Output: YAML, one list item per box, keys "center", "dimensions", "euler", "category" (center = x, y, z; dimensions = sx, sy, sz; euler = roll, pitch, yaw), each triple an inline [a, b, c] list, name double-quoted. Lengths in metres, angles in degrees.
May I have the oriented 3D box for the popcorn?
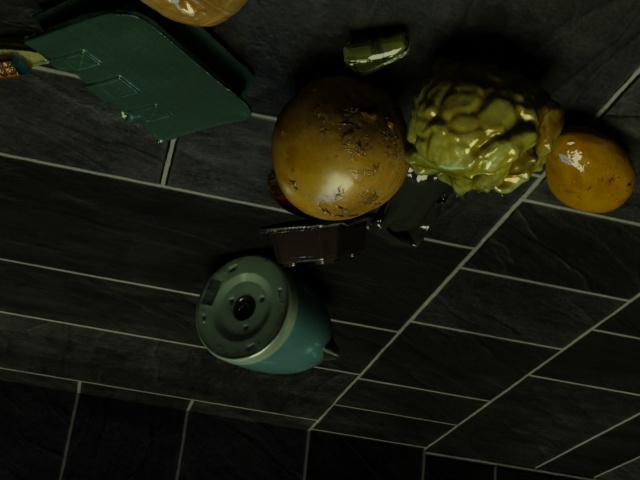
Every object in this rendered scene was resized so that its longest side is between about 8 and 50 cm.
- center: [0.244, -0.164, 1.608]
  dimensions: [0.249, 0.225, 0.249]
  euler: [22, -169, -5]
  category: "popcorn"

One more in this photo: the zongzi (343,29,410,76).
- center: [0.095, -0.284, 1.622]
  dimensions: [0.104, 0.052, 0.113]
  euler: [-8, 167, 12]
  category: "zongzi"

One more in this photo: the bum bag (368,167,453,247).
- center: [0.178, -0.085, 1.960]
  dimensions: [0.142, 0.079, 0.326]
  euler: [4, 147, -17]
  category: "bum bag"

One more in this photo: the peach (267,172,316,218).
- center: [-0.017, -0.092, 1.972]
  dimensions: [0.172, 0.092, 0.127]
  euler: [-2, 156, 10]
  category: "peach"

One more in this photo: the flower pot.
- center: [0.000, 0.000, 2.029]
  dimensions: [0.179, 0.084, 0.251]
  euler: [-4, -176, 22]
  category: "flower pot"

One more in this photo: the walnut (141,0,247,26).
- center: [-0.174, -0.371, 1.377]
  dimensions: [0.165, 0.165, 0.197]
  euler: [-16, 138, 37]
  category: "walnut"

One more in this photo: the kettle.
- center: [-0.121, 0.183, 2.440]
  dimensions: [0.320, 0.247, 0.342]
  euler: [27, 176, 34]
  category: "kettle"

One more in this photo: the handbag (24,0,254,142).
- center: [-0.275, -0.280, 1.657]
  dimensions: [0.239, 0.089, 0.326]
  euler: [-11, 150, 31]
  category: "handbag"

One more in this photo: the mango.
- center: [0.454, -0.122, 1.791]
  dimensions: [0.147, 0.109, 0.227]
  euler: [-11, 148, 34]
  category: "mango"

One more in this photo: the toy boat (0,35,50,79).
- center: [-0.519, -0.292, 1.708]
  dimensions: [0.172, 0.066, 0.065]
  euler: [-5, 154, 24]
  category: "toy boat"

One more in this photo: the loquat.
- center: [0.034, -0.149, 1.691]
  dimensions: [0.235, 0.235, 0.235]
  euler: [5, 154, 2]
  category: "loquat"
